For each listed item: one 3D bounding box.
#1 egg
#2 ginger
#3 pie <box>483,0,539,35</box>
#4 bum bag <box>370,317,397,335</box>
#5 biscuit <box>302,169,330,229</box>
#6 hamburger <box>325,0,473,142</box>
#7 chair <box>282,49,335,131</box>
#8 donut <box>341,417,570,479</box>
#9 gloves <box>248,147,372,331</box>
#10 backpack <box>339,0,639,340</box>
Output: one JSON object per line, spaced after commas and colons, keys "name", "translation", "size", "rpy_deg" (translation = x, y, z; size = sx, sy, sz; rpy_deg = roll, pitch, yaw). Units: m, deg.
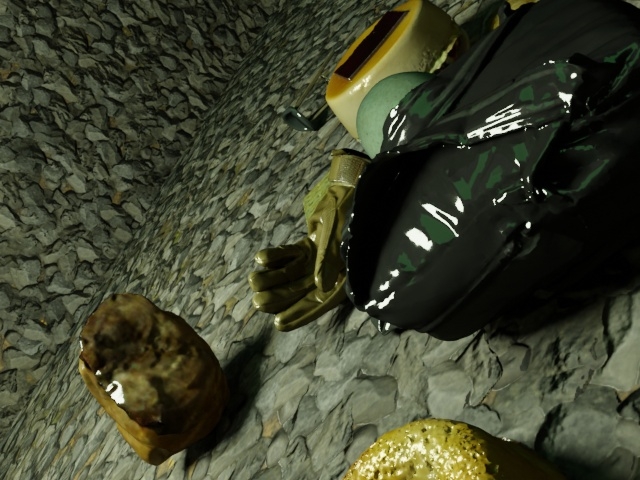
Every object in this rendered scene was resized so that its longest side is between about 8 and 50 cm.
{"name": "egg", "translation": [0.155, -0.177, 1.118], "size": [0.236, 0.169, 0.169], "rpy_deg": [28, 79, 41]}
{"name": "ginger", "translation": [-0.284, 0.236, 1.232], "size": [0.200, 0.269, 0.223], "rpy_deg": [-38, -18, -32]}
{"name": "pie", "translation": [0.345, -0.371, 1.209], "size": [0.128, 0.068, 0.282], "rpy_deg": [-42, 20, 20]}
{"name": "bum bag", "translation": [0.136, 0.045, 0.991], "size": [0.198, 0.049, 0.087], "rpy_deg": [-55, 19, -9]}
{"name": "biscuit", "translation": [0.018, -0.082, 1.458], "size": [0.139, 0.016, 0.231], "rpy_deg": [-46, 22, 17]}
{"name": "hamburger", "translation": [0.148, -0.302, 1.333], "size": [0.300, 0.176, 0.300], "rpy_deg": [-43, 24, 24]}
{"name": "chair", "translation": [0.005, -0.363, 1.818], "size": [0.221, 0.104, 0.095], "rpy_deg": [-47, 40, 5]}
{"name": "donut", "translation": [0.092, 0.281, 0.635], "size": [0.277, 0.108, 0.277], "rpy_deg": [-41, 25, 24]}
{"name": "gloves", "translation": [0.008, 0.006, 1.166], "size": [0.154, 0.141, 0.331], "rpy_deg": [14, 67, 30]}
{"name": "backpack", "translation": [0.199, -0.078, 0.805], "size": [0.446, 0.255, 0.363], "rpy_deg": [-46, 19, 19]}
